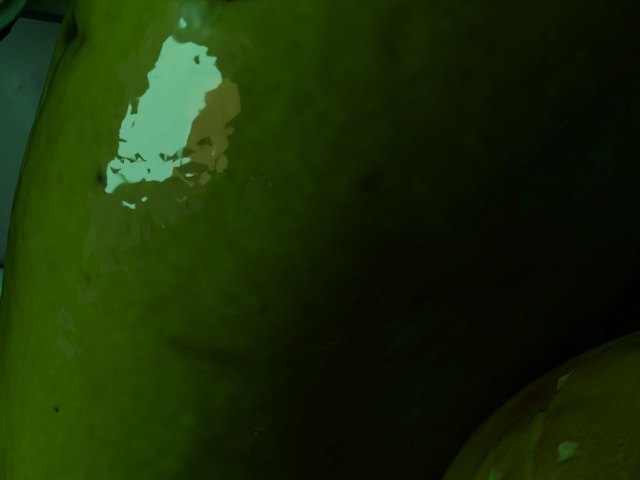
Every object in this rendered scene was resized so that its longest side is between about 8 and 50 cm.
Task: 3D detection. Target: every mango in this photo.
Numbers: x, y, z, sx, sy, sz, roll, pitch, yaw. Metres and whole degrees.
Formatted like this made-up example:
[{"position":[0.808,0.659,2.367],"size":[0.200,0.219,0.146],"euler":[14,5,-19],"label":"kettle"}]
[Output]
[{"position":[0.000,0.000,0.705],"size":[0.182,0.253,0.365],"euler":[40,110,42],"label":"mango"}]

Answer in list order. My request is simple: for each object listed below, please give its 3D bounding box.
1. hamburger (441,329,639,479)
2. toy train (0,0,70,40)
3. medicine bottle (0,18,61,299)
[{"position":[0.125,0.173,0.612],"size":[0.314,0.170,0.289],"euler":[145,129,-60],"label":"hamburger"},{"position":[-0.073,-0.154,0.841],"size":[0.116,0.285,0.177],"euler":[-170,88,-81],"label":"toy train"},{"position":[-0.177,-0.067,1.079],"size":[0.379,0.214,0.213],"euler":[169,95,-71],"label":"medicine bottle"}]
